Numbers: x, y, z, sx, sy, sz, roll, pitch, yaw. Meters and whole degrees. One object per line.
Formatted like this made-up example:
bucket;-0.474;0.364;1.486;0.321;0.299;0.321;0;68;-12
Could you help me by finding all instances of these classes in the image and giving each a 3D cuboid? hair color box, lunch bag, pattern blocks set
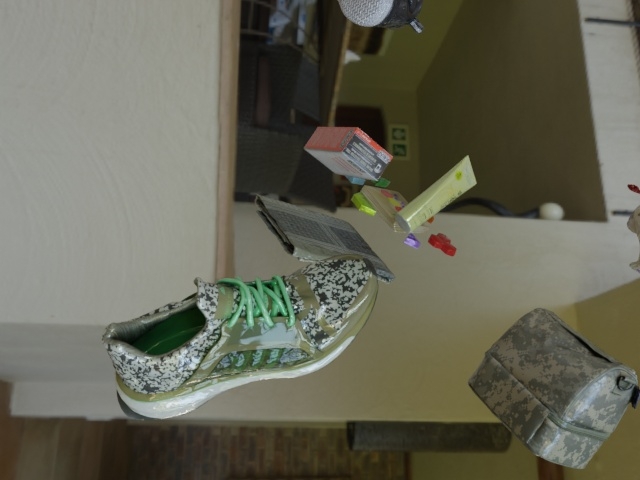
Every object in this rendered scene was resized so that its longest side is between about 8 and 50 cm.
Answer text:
hair color box;0.037;-0.127;0.927;0.043;0.072;0.141;-56;-155;-4
lunch bag;0.528;0.320;1.443;0.256;0.213;0.305;-62;-152;13
pattern blocks set;0.201;-0.079;1.722;0.026;0.285;0.325;-59;-144;27

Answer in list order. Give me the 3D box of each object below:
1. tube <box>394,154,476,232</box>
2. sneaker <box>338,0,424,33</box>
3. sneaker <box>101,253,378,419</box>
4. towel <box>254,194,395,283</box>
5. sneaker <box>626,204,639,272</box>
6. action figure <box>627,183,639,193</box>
tube;0.293;-0.111;1.597;0.062;0.240;0.070;50;-14;11
sneaker;0.073;-0.432;1.041;0.101;0.153;0.268;-44;-122;33
sneaker;-0.108;0.110;0.878;0.182;0.410;0.158;78;-14;-55
towel;0.000;0.000;1.649;0.056;0.324;0.312;-62;-147;18
sneaker;0.598;-0.068;1.084;0.152;0.114;0.305;19;-70;50
action figure;0.749;-0.124;1.444;0.280;0.139;0.091;-31;151;-48
